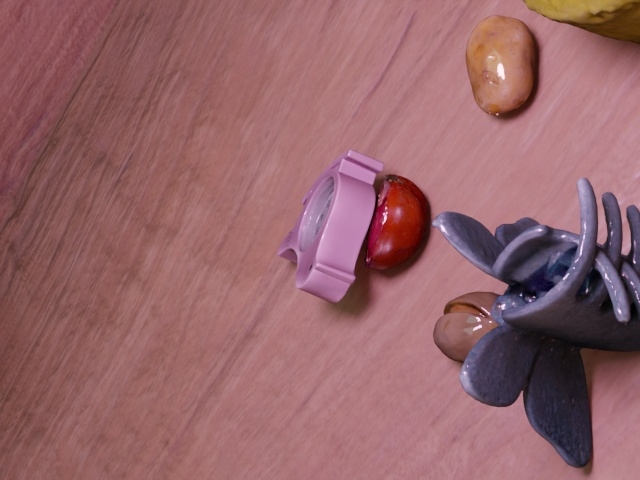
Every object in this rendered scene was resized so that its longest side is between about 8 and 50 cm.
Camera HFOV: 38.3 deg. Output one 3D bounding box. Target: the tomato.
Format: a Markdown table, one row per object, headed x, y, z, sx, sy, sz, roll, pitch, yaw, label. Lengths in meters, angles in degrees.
| x | y | z | sx | sy | sz | roll | pitch | yaw | label |
| --- | --- | --- | --- | --- | --- | --- | --- | --- | --- |
| 0.141 | -0.027 | 1.670 | 0.189 | 0.099 | 0.173 | -80 | 4 | -75 | tomato |

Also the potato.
| x | y | z | sx | sy | sz | roll | pitch | yaw | label |
| --- | --- | --- | --- | --- | --- | --- | --- | --- | --- |
| 0.305 | -0.298 | 1.563 | 0.118 | 0.109 | 0.178 | -7 | 75 | 24 | potato |

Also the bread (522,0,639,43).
| x | y | z | sx | sy | sz | roll | pitch | yaw | label |
| --- | --- | --- | --- | --- | --- | --- | --- | --- | --- |
| 0.456 | -0.444 | 1.289 | 0.348 | 0.308 | 0.348 | -17 | 69 | 50 | bread |

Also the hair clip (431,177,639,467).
| x | y | z | sx | sy | sz | roll | pitch | yaw | label |
| --- | --- | --- | --- | --- | --- | --- | --- | --- | --- |
| 0.342 | 0.074 | 1.236 | 0.238 | 0.318 | 0.392 | -26 | 57 | 38 | hair clip |

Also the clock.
| x | y | z | sx | sy | sz | roll | pitch | yaw | label |
| --- | --- | --- | --- | --- | --- | --- | --- | --- | --- |
| 0.000 | 0.000 | 1.752 | 0.290 | 0.080 | 0.275 | -41 | 31 | 59 | clock |

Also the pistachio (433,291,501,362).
| x | y | z | sx | sy | sz | roll | pitch | yaw | label |
| --- | --- | --- | --- | --- | --- | --- | --- | --- | --- |
| 0.252 | 0.144 | 1.469 | 0.185 | 0.124 | 0.124 | -11 | 68 | 64 | pistachio |
